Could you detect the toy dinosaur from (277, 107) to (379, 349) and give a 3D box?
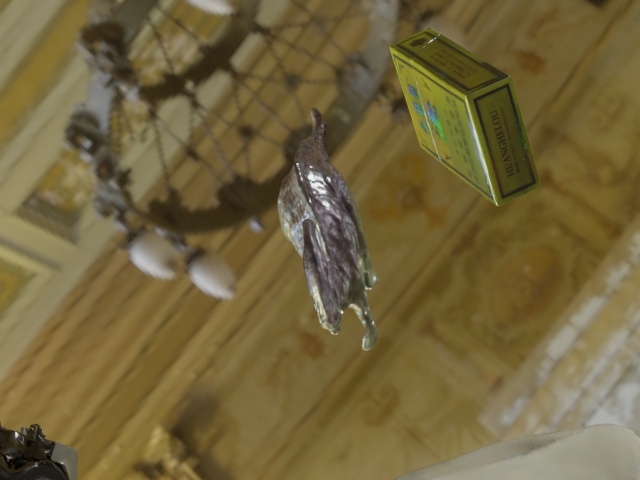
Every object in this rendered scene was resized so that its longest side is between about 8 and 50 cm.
[{"bbox_3d":[0.008,-0.001,1.484,0.077,0.294,0.162,-19,-51,-2],"label":"toy dinosaur"}]

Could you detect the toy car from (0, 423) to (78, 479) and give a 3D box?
[{"bbox_3d":[-0.337,0.318,1.479,0.118,0.193,0.301,26,-107,-45],"label":"toy car"}]

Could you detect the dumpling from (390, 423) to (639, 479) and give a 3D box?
[{"bbox_3d":[0.077,0.261,1.048,0.260,0.341,0.181,-61,-42,-71],"label":"dumpling"}]

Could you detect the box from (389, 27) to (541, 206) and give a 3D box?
[{"bbox_3d":[0.160,-0.143,1.750,0.064,0.220,0.141,-26,-63,-11],"label":"box"}]
